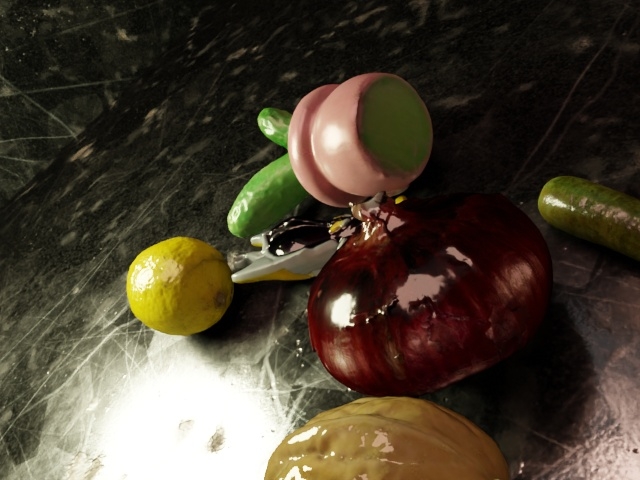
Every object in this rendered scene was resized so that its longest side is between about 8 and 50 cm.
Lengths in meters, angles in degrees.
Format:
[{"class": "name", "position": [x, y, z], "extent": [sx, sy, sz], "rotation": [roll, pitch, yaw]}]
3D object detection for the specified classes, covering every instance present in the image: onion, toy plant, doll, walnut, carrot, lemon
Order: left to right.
[{"class": "lemon", "position": [-0.247, 0.080, 1.031], "extent": [0.181, 0.180, 0.193], "rotation": [-48, 17, -12]}, {"class": "doll", "position": [0.001, -0.001, 0.968], "extent": [0.316, 0.103, 0.146], "rotation": [-18, 47, 15]}, {"class": "toy plant", "position": [0.005, -0.146, 1.023], "extent": [0.356, 0.211, 0.317], "rotation": [0, 45, 50]}, {"class": "walnut", "position": [0.056, 0.260, 0.562], "extent": [0.260, 0.225, 0.225], "rotation": [-15, 43, 31]}, {"class": "onion", "position": [0.119, 0.046, 0.699], "extent": [0.313, 0.233, 0.314], "rotation": [-25, 19, 9]}, {"class": "carrot", "position": [0.399, 0.008, 0.662], "extent": [0.074, 0.074, 0.358], "rotation": [-43, 39, -6]}]

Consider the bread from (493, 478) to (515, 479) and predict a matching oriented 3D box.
[{"class": "bread", "position": [0.203, 0.358, 0.347], "extent": [0.300, 0.210, 0.342], "rotation": [16, 63, 9]}]
